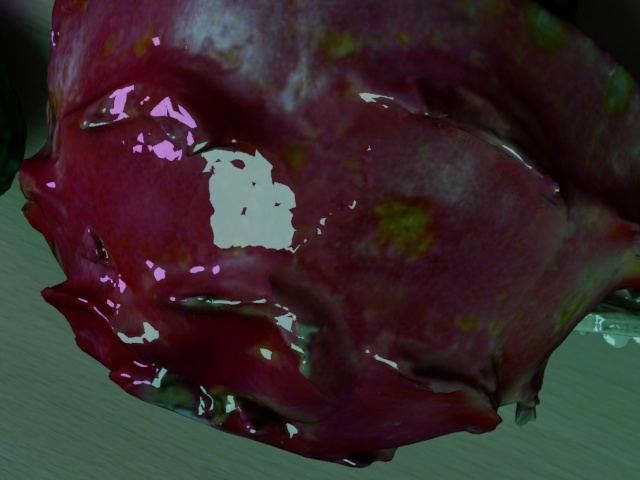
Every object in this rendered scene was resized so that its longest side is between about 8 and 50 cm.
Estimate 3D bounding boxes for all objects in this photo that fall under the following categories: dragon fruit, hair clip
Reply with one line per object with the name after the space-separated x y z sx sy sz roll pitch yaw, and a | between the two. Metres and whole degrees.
0.000 0.000 0.664 0.386 0.249 0.371 25 163 -21 | dragon fruit
0.245 0.059 0.774 0.214 0.056 0.062 9 118 16 | hair clip

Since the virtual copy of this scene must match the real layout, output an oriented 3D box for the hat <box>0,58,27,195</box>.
-0.400 -0.152 0.882 0.242 0.274 0.332 -27 86 58 | hat
